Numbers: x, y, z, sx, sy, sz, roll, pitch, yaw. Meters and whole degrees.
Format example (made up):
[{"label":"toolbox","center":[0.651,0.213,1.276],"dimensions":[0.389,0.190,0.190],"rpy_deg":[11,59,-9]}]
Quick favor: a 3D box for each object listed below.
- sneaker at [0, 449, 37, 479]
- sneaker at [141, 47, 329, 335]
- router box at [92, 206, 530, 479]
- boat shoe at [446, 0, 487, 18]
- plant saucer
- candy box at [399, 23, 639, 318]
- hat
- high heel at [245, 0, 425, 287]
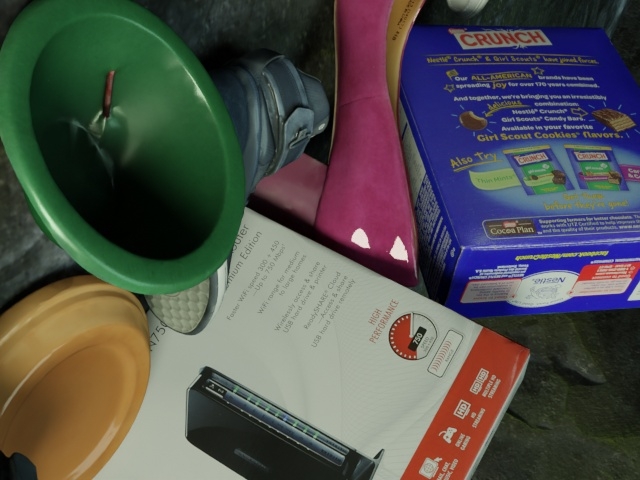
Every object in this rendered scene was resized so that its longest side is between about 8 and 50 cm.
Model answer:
[{"label":"sneaker","center":[-0.215,0.141,0.521],"dimensions":[0.321,0.127,0.126],"rpy_deg":[98,18,-46]},{"label":"sneaker","center":[-0.066,-0.042,0.767],"dimensions":[0.163,0.086,0.226],"rpy_deg":[-40,151,-47]},{"label":"router box","center":[-0.038,0.174,0.803],"dimensions":[0.336,0.301,0.082],"rpy_deg":[-59,163,-17]},{"label":"boat shoe","center":[0.162,-0.326,1.072],"dimensions":[0.063,0.066,0.184],"rpy_deg":[-31,149,-36]},{"label":"plant saucer","center":[-0.187,0.120,0.688],"dimensions":[0.200,0.037,0.200],"rpy_deg":[-44,151,-33]},{"label":"candy box","center":[0.211,-0.082,0.993],"dimensions":[0.122,0.268,0.317],"rpy_deg":[103,-20,-49]},{"label":"hat","center":[-0.164,-0.029,0.605],"dimensions":[0.209,0.183,0.173],"rpy_deg":[58,40,-21]},{"label":"high heel","center":[0.085,-0.150,0.887],"dimensions":[0.377,0.181,0.127],"rpy_deg":[-66,163,8]}]
